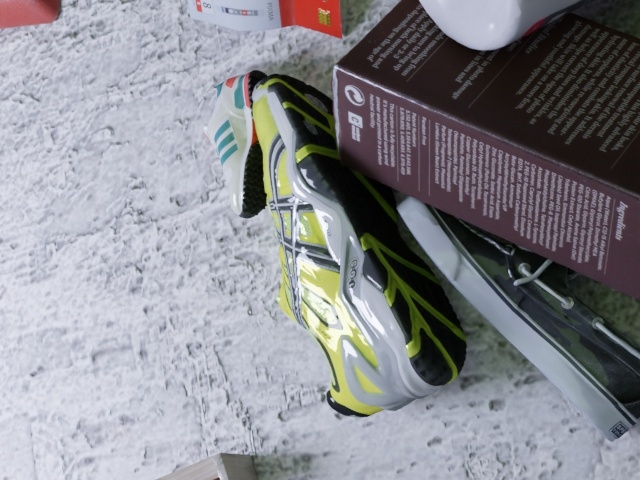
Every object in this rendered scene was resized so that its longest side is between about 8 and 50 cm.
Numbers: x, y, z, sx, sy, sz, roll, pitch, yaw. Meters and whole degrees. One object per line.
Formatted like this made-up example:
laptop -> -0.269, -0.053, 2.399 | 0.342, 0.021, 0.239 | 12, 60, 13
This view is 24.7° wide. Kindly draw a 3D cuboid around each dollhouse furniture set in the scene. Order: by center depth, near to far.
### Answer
dollhouse furniture set -> -0.157, 0.309, 1.489 | 0.183, 0.129, 0.129 | -25, 73, 17

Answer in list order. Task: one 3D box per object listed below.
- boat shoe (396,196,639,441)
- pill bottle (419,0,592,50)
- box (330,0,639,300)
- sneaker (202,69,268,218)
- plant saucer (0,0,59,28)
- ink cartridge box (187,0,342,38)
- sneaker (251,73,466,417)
boat shoe -> 0.205, 0.048, 1.394 | 0.105, 0.113, 0.306 | -45, 70, 4
pill bottle -> 0.241, -0.312, 1.341 | 0.318, 0.176, 0.176 | -28, 67, -23
box -> 0.220, -0.101, 1.359 | 0.381, 0.143, 0.191 | 26, 54, 26
sneaker -> -0.090, -0.101, 1.580 | 0.075, 0.057, 0.161 | -5, 80, 39
plant saucer -> -0.433, -0.381, 1.767 | 0.259, 0.047, 0.259 | -3, 80, 21
ink cartridge box -> -0.067, -0.284, 1.552 | 0.179, 0.145, 0.045 | 21, 48, 27
sneaker -> 0.000, 0.000, 1.474 | 0.147, 0.145, 0.385 | -37, 61, 28
